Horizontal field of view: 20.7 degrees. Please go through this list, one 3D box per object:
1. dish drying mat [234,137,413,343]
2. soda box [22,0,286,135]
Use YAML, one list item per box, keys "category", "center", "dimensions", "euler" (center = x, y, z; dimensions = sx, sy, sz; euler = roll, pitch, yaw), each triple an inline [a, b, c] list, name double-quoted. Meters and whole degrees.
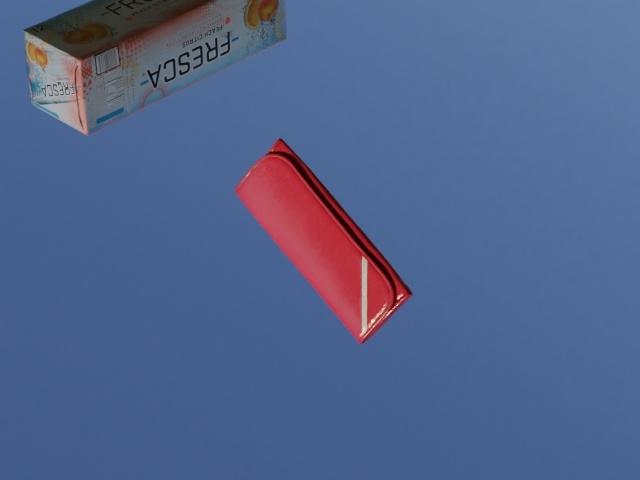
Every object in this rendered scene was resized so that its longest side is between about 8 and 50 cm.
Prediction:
- category: "dish drying mat"
  center: [0.000, 0.000, 0.691]
  dimensions: [0.083, 0.032, 0.008]
  euler: [50, -153, 15]
- category: "soda box"
  center: [-0.107, -0.137, 1.165]
  dimensions: [0.183, 0.058, 0.063]
  euler: [-30, -136, -35]
